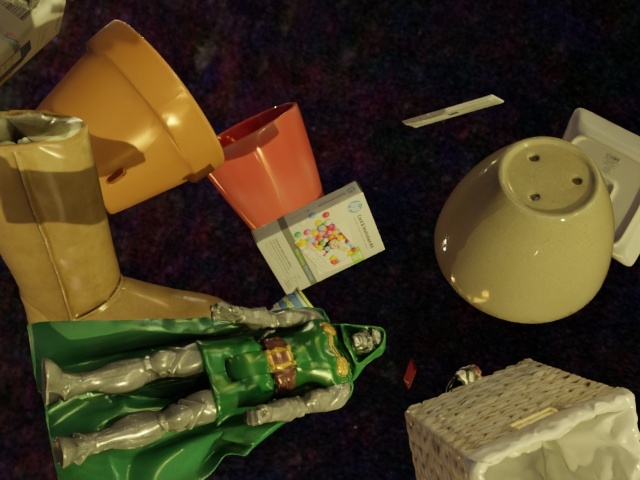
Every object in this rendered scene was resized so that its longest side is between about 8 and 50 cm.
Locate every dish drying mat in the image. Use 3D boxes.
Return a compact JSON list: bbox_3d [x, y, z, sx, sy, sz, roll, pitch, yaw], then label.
[{"bbox_3d":[0.201,0.300,1.551,0.083,0.008,0.032,98,160,-48],"label":"dish drying mat"}]

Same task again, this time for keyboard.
[{"bbox_3d":[0.334,-0.328,1.764,0.256,0.072,0.014,-10,86,37],"label":"keyboard"}]

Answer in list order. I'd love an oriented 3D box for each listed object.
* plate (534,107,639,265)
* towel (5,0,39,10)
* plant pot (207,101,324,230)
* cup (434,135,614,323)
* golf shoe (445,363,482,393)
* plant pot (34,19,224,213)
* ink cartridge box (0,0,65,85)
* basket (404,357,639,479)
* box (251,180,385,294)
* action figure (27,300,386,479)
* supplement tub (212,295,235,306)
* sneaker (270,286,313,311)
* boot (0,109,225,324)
[{"bbox_3d":[0.628,-0.118,1.551,0.277,0.045,0.278,39,129,34],"label":"plate"},{"bbox_3d":[-0.309,-0.405,0.657,0.121,0.283,0.235,0,57,22],"label":"towel"},{"bbox_3d":[-0.127,-0.160,1.646,0.275,0.243,0.275,-24,19,9],"label":"plant pot"},{"bbox_3d":[0.383,-0.048,1.240,0.237,0.331,0.331,86,180,-61],"label":"cup"},{"bbox_3d":[0.334,0.391,1.721,0.067,0.086,0.186,39,125,44],"label":"golf shoe"},{"bbox_3d":[-0.328,-0.182,1.136,0.203,0.290,0.291,-40,33,-14],"label":"plant pot"},{"bbox_3d":[-0.469,-0.286,0.911,0.093,0.154,0.212,-37,20,57],"label":"ink cartridge box"},{"bbox_3d":[0.365,0.429,1.231,0.266,0.329,0.331,-165,60,-69],"label":"basket"},{"bbox_3d":[0.000,0.000,1.136,0.186,0.145,0.038,-26,45,-1],"label":"box"},{"bbox_3d":[-0.055,0.088,0.452,0.063,0.232,0.137,-51,55,52],"label":"action figure"},{"bbox_3d":[-0.250,0.245,1.942,0.117,0.190,0.117,-40,31,31],"label":"supplement tub"},{"bbox_3d":[-0.044,0.110,0.918,0.053,0.059,0.144,47,161,19],"label":"sneaker"},{"bbox_3d":[-0.212,0.007,0.676,0.089,0.236,0.269,-97,4,-53],"label":"boot"}]
